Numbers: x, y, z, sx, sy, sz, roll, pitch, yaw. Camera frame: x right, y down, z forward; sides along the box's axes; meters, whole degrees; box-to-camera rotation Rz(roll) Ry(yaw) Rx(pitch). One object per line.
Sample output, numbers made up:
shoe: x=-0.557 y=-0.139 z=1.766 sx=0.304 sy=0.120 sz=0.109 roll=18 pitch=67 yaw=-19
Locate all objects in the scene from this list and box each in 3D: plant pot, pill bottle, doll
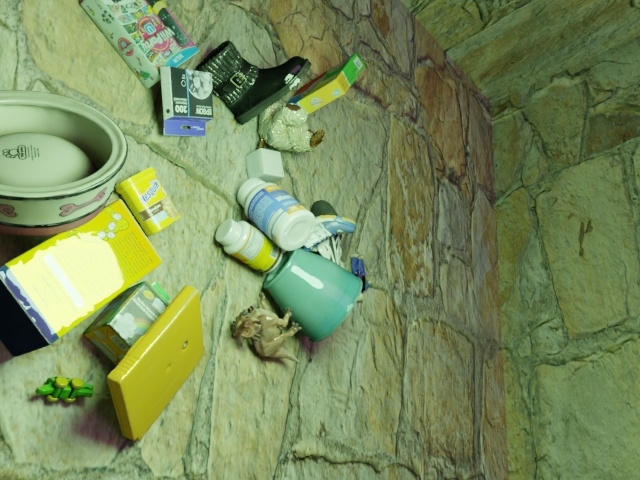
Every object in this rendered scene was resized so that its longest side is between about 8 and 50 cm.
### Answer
plant pot: x=-0.042 y=0.158 z=1.966 sx=0.255 sy=0.272 sz=0.271 roll=39 pitch=46 yaw=-12
pill bottle: x=-0.233 y=0.015 z=1.898 sx=0.215 sy=0.117 sz=0.117 roll=35 pitch=50 yaw=-35
pill bottle: x=-0.154 y=-0.097 z=1.922 sx=0.152 sy=0.152 sz=0.272 roll=1 pitch=32 yaw=-49
doll: x=0.157 y=0.153 z=2.350 sx=0.129 sy=0.046 sz=0.189 roll=22 pitch=58 yaw=-41

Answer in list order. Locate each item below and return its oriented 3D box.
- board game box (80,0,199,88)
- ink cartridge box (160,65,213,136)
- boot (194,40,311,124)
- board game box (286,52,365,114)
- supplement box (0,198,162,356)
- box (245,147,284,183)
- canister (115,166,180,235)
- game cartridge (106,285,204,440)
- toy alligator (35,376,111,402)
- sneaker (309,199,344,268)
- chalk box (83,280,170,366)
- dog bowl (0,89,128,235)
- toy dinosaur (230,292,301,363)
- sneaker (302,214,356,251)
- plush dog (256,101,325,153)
board game box: x=-0.557 y=-0.663 z=1.830 sx=0.303 sy=0.097 sz=0.224 roll=53 pitch=42 yaw=-21
ink cartridge box: x=-0.420 y=-0.437 z=1.855 sx=0.206 sy=0.045 sz=0.208 roll=-18 pitch=110 yaw=-61
boot: x=-0.231 y=-0.594 z=2.017 sx=0.260 sy=0.348 sz=0.131 roll=52 pitch=5 yaw=-24
board game box: x=0.000 y=-0.581 z=2.266 sx=0.064 sy=0.317 sz=0.242 roll=51 pitch=42 yaw=-21
supplement box: x=-0.597 y=0.082 z=1.387 sx=0.195 sy=0.194 sz=0.356 roll=60 pitch=39 yaw=-12
box: x=-0.199 y=-0.262 z=2.080 sx=0.101 sy=0.087 sz=0.102 roll=4 pitch=71 yaw=-49
canister: x=-0.494 y=-0.112 z=1.686 sx=0.126 sy=0.073 sz=0.170 roll=-44 pitch=110 yaw=-48
game cartridge: x=-0.408 y=0.315 z=1.488 sx=0.323 sy=0.053 sz=0.285 roll=-54 pitch=158 yaw=-45
toy alligator: x=-0.589 y=0.352 z=1.398 sx=0.190 sy=0.056 sz=0.051 roll=18 pitch=21 yaw=-44
sneaker: x=0.000 y=0.000 z=2.172 sx=0.146 sy=0.122 sz=0.330 roll=8 pitch=68 yaw=-50
chalk box: x=-0.480 y=0.200 z=1.524 sx=0.132 sy=0.132 sz=0.213 roll=53 pitch=41 yaw=-19
dog bowl: x=-0.657 y=-0.173 z=1.329 sx=0.408 sy=0.150 sz=0.408 roll=13 pitch=40 yaw=-11
toy dinosaur: x=-0.179 y=0.300 z=1.847 sx=0.200 sy=0.127 sz=0.295 roll=-44 pitch=121 yaw=-41
sneaker: x=-0.020 y=-0.019 z=2.082 sx=0.112 sy=0.297 sz=0.131 roll=82 pitch=7 yaw=-76
plush dog: x=-0.110 y=-0.391 z=2.167 sx=0.225 sy=0.262 sz=0.210 roll=15 pitch=96 yaw=-35
